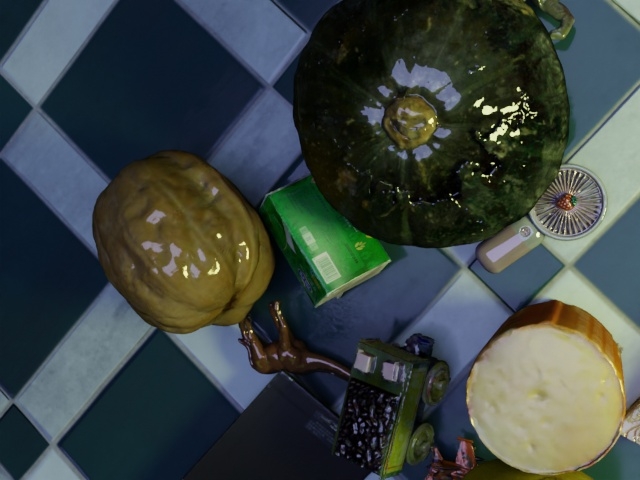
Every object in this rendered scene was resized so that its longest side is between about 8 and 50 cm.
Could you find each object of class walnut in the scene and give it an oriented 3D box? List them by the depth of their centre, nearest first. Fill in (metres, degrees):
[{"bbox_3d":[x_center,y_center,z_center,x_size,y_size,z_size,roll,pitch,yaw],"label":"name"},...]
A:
[{"bbox_3d":[-0.253,-0.003,1.568,0.306,0.306,0.344,-39,69,15],"label":"walnut"}]

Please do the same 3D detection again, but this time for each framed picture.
[{"bbox_3d":[-0.082,0.439,1.651,0.255,0.014,0.338,40,105,-1],"label":"framed picture"}]

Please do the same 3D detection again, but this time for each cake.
[{"bbox_3d":[0.547,0.283,1.455,0.065,0.052,0.121,39,102,18],"label":"cake"}]

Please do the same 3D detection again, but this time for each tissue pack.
[{"bbox_3d":[0.001,-0.001,1.580,0.148,0.156,0.209,-29,80,-20],"label":"tissue pack"}]

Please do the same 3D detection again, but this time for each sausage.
[{"bbox_3d":[0.362,0.224,1.387,0.233,0.287,0.233,1,92,19],"label":"sausage"}]

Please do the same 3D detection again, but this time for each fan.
[{"bbox_3d":[0.372,-0.030,1.485,0.244,0.074,0.130,-39,81,16],"label":"fan"}]

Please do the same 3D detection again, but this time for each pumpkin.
[{"bbox_3d":[0.172,-0.207,1.399,0.455,0.344,0.454,1,97,11],"label":"pumpkin"}]

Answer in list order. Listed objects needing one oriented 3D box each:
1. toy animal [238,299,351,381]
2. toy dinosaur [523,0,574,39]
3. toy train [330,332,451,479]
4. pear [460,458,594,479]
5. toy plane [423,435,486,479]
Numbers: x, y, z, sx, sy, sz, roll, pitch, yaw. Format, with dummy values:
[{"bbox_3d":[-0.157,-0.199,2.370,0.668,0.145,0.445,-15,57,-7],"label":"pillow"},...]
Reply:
[{"bbox_3d":[-0.030,0.210,1.627,0.224,0.066,0.229,-26,97,22],"label":"toy animal"},{"bbox_3d":[0.333,-0.450,1.468,0.294,0.077,0.162,25,74,10],"label":"toy dinosaur"},{"bbox_3d":[0.121,0.286,1.510,0.134,0.177,0.260,18,98,38],"label":"toy train"},{"bbox_3d":[0.328,0.473,1.388,0.285,0.336,0.284,0,88,-12],"label":"pear"},{"bbox_3d":[0.277,0.421,1.547,0.188,0.062,0.135,11,95,3],"label":"toy plane"}]
